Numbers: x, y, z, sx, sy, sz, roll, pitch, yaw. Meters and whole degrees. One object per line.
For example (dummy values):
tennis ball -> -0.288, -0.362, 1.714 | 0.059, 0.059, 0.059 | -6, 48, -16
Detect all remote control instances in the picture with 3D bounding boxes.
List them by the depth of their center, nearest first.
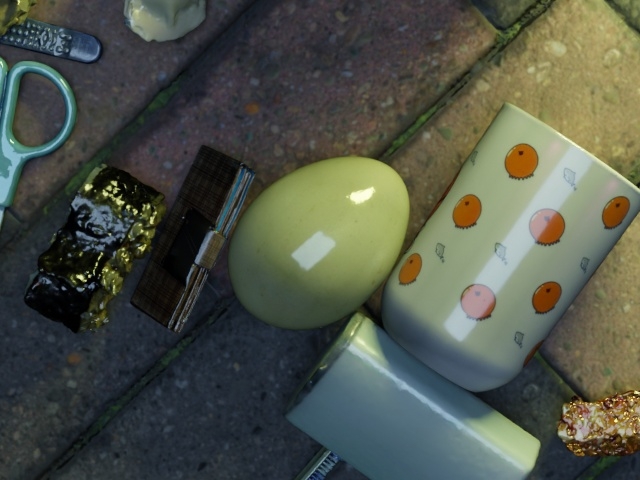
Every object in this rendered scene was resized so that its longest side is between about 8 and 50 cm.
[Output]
remote control -> -0.355, -0.260, 1.725 | 0.152, 0.027, 0.044 | 15, 102, 1

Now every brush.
brush -> -0.036, 0.339, 1.776 | 0.030, 0.033, 0.178 | 40, 95, -17

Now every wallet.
wallet -> -0.165, -0.004, 1.697 | 0.042, 0.124, 0.230 | 27, 89, -34

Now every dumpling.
dumpling -> -0.192, -0.340, 1.682 | 0.127, 0.108, 0.188 | 2, 78, -22

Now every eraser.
eraser -> 0.110, 0.238, 1.704 | 0.290, 0.104, 0.189 | 36, 125, -3

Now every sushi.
sushi -> -0.284, 0.013, 1.690 | 0.115, 0.147, 0.212 | 31, 88, 2

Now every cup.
cup -> 0.226, 0.019, 1.650 | 0.212, 0.212, 0.317 | 34, 96, -2

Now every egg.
egg -> 0.000, 0.000, 1.662 | 0.253, 0.188, 0.188 | -43, 94, 5

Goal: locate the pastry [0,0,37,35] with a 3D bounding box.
pastry -> -0.466, -0.363, 1.651 | 0.257, 0.121, 0.236 | 18, 84, -9

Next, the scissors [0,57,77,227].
scissors -> -0.444, -0.020, 1.748 | 0.192, 0.029, 0.447 | 12, 98, 0

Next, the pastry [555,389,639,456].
pastry -> 0.391, 0.239, 1.748 | 0.169, 0.063, 0.087 | -6, 87, 6
